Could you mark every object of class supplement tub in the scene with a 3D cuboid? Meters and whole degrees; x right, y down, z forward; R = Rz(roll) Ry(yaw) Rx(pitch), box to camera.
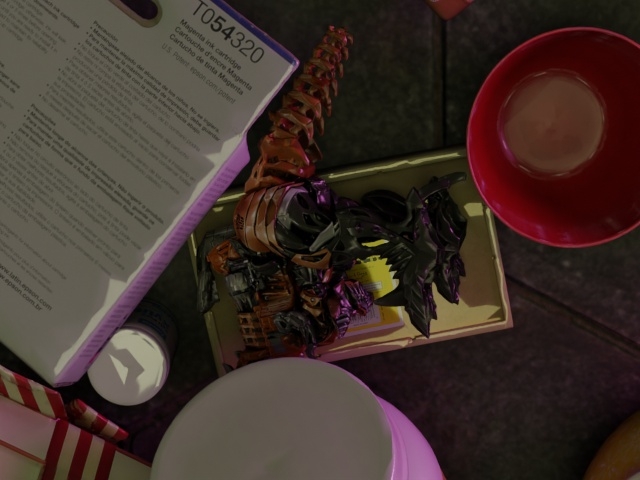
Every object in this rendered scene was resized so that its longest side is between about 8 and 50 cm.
[{"bbox_3d":[-0.161,0.095,1.421,0.071,0.107,0.071,0,102,0],"label":"supplement tub"},{"bbox_3d":[0.007,0.254,1.328,0.228,0.228,0.316,-22,141,4],"label":"supplement tub"}]

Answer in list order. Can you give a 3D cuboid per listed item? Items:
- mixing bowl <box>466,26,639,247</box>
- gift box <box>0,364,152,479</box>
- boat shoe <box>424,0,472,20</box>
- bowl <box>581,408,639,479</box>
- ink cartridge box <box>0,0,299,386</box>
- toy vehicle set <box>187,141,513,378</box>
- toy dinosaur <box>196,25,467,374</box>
[{"bbox_3d":[0.204,-0.092,1.384,0.181,0.098,0.181,-1,102,-5],"label":"mixing bowl"},{"bbox_3d":[-0.274,0.264,1.343,0.276,0.258,0.255,34,131,-21],"label":"gift box"},{"bbox_3d":[0.013,-0.297,1.334,0.324,0.122,0.120,35,103,-6],"label":"boat shoe"},{"bbox_3d":[0.316,0.248,1.352,0.289,0.156,0.289,-10,72,33],"label":"bowl"},{"bbox_3d":[-0.231,-0.107,1.351,0.324,0.071,0.330,40,94,10],"label":"ink cartridge box"},{"bbox_3d":[0.024,0.018,1.442,0.267,0.035,0.166,-10,102,2],"label":"toy vehicle set"},{"bbox_3d":[0.000,0.000,1.351,0.218,0.164,0.322,9,124,14],"label":"toy dinosaur"}]
